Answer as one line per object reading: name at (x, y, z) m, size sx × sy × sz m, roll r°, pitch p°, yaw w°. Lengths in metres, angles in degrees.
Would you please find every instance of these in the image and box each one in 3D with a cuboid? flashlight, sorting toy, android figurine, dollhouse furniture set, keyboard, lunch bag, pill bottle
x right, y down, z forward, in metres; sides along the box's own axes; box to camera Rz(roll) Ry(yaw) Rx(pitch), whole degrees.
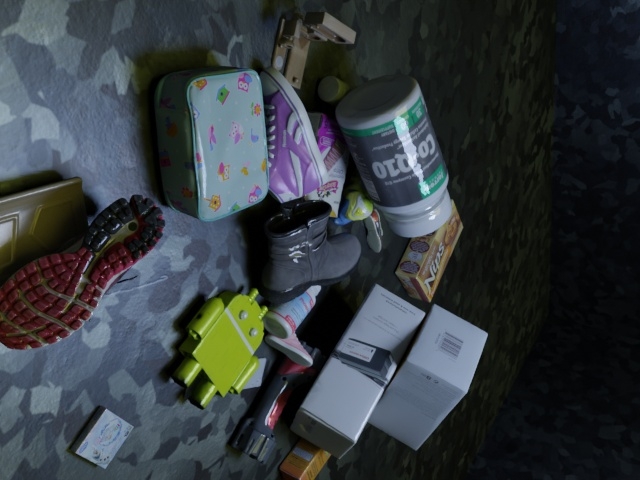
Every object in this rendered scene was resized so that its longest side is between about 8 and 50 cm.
flashlight at (-0.097, 0.402, 1.542) m, size 0.304 × 0.103 × 0.103 m, roll -62°, pitch 147°, yaw -21°
sorting toy at (-0.478, 0.044, 0.910) m, size 0.307 × 0.041 × 0.229 m, roll -28°, pitch 129°, yaw -48°
android figurine at (-0.207, 0.225, 1.343) m, size 0.273 × 0.056 × 0.248 m, roll -52°, pitch 139°, yaw -33°
dollhouse furniture set at (-0.022, -0.395, 1.300) m, size 0.144 × 0.151 × 0.123 m, roll 8°, pitch 96°, yaw -54°
keyboard at (-0.213, 0.316, 1.421) m, size 0.256 × 0.014 × 0.072 m, roll 8°, pitch 91°, yaw -57°
lunch bag at (-0.196, -0.183, 1.166) m, size 0.224 × 0.108 × 0.279 m, roll -32°, pitch 128°, yaw -50°
pill bottle at (-0.068, 0.156, 1.498) m, size 0.160 × 0.087 × 0.087 m, roll -51°, pitch 139°, yaw -34°
pill bottle at (0.190, -0.195, 1.485) m, size 0.204 × 0.204 × 0.361 m, roll -53°, pitch 132°, yaw -30°

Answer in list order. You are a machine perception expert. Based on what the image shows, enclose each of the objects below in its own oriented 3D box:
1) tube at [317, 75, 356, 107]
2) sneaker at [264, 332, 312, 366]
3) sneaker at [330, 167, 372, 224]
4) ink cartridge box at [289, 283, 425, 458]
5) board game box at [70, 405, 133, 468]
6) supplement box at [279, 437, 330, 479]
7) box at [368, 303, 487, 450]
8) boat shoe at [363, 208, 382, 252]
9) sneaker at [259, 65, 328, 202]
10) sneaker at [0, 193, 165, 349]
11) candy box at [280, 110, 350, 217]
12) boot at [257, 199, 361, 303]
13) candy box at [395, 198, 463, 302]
tube at (0.077, -0.352, 1.546) m, size 0.240 × 0.070 × 0.062 m, roll 6°, pitch 57°, yaw -62°
sneaker at (-0.067, 0.251, 1.522) m, size 0.051 × 0.134 × 0.070 m, roll -51°, pitch -173°, yaw 51°
sneaker at (0.076, -0.117, 1.623) m, size 0.091 × 0.126 × 0.240 m, roll 56°, pitch 23°, yaw -18°
ink cartridge box at (0.097, 0.357, 1.657) m, size 0.395 × 0.166 × 0.285 m, roll -55°, pitch 170°, yaw -26°
board game box at (-0.406, 0.368, 1.149) m, size 0.090 × 0.020 × 0.090 m, roll -58°, pitch 143°, yaw -24°
supplement box at (-0.016, 0.591, 1.753) m, size 0.233 × 0.080 × 0.078 m, roll -48°, pitch 140°, yaw -37°
box at (0.284, 0.377, 1.678) m, size 0.215 × 0.168 × 0.345 m, roll -53°, pitch 169°, yaw -44°
boat shoe at (0.160, -0.027, 1.801) m, size 0.043 × 0.049 × 0.137 m, roll -46°, pitch 132°, yaw -40°
sneaker at (-0.100, -0.213, 1.304) m, size 0.161 × 0.102 × 0.282 m, roll -27°, pitch 108°, yaw -14°
sneaker at (-0.365, 0.055, 0.953) m, size 0.299 × 0.112 × 0.121 m, roll -41°, pitch 97°, yaw -23°
candy box at (-0.003, -0.179, 1.481) m, size 0.159 × 0.071 × 0.233 m, roll 4°, pitch 99°, yaw -57°
boot at (0.000, 0.000, 1.448) m, size 0.338 × 0.118 × 0.223 m, roll -30°, pitch 143°, yaw -44°
candy box at (0.376, 0.029, 2.097) m, size 0.316 × 0.087 × 0.183 m, roll -61°, pitch 144°, yaw -19°
